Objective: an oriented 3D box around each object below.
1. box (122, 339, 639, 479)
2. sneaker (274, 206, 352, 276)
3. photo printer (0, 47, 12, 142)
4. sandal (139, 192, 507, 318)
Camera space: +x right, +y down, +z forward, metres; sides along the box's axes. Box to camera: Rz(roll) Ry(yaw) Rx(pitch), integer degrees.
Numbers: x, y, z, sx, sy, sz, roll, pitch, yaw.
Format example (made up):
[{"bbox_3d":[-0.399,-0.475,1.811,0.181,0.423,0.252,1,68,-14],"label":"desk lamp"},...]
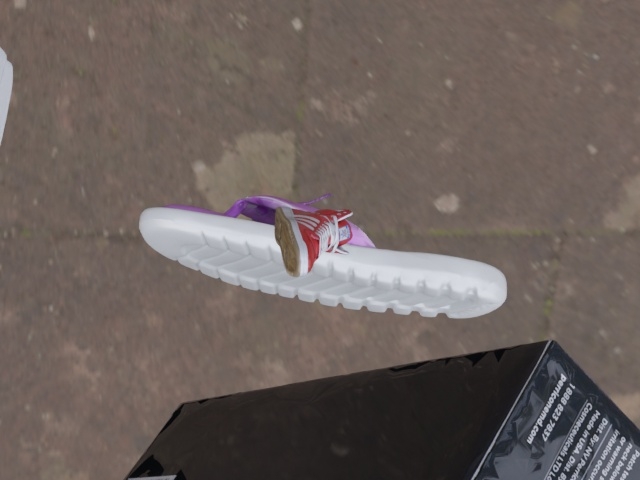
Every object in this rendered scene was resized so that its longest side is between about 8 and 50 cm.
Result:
[{"bbox_3d":[0.042,0.146,0.591,0.184,0.261,0.103,47,59,-17],"label":"box"},{"bbox_3d":[0.000,0.000,1.254,0.067,0.118,0.042,3,110,-10],"label":"sneaker"},{"bbox_3d":[-0.436,-0.039,1.491,0.107,0.256,0.307,30,128,-26],"label":"photo printer"},{"bbox_3d":[0.004,0.004,1.650,0.416,0.169,0.102,13,69,-14],"label":"sandal"}]
